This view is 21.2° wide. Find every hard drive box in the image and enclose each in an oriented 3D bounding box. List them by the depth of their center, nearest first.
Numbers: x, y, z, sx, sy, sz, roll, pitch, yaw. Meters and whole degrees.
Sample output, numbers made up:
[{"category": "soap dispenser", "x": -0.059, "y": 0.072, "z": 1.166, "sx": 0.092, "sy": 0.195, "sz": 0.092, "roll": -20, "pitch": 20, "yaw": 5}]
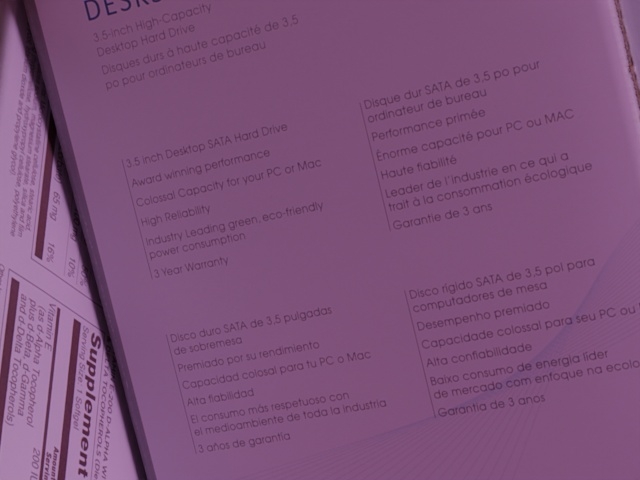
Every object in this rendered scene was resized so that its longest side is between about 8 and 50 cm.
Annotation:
[{"category": "hard drive box", "x": 0.029, "y": 0.002, "z": 0.525, "sx": 0.089, "sy": 0.181, "sz": 0.232, "roll": -25, "pitch": 103, "yaw": -65}]

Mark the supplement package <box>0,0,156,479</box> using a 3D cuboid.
[{"category": "supplement package", "x": -0.151, "y": 0.012, "z": 0.597, "sx": 0.145, "sy": 0.204, "sz": 0.262, "roll": 43, "pitch": 41, "yaw": -51}]
